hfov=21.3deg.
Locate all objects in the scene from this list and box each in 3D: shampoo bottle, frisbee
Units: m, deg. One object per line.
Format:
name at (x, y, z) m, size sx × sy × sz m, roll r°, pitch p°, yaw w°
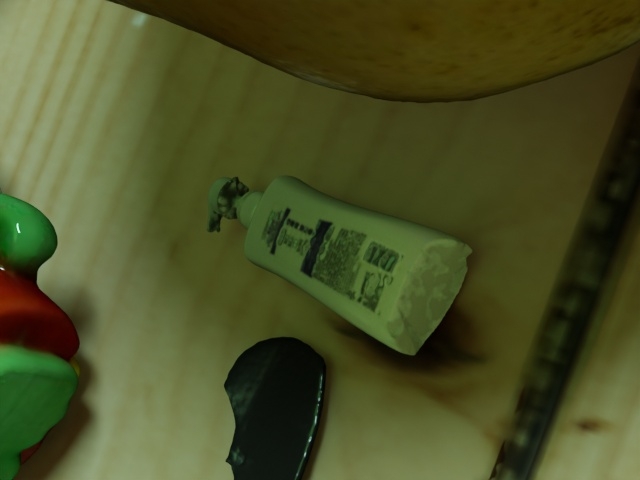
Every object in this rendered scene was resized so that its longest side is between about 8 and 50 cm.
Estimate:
shampoo bottle at (0.000, 0.000, 0.699) m, size 0.141 × 0.034 × 0.049 m, roll 27°, pitch 99°, yaw 45°
frisbee at (-0.037, 0.156, 0.685) m, size 0.187 × 0.012 × 0.211 m, roll -37°, pitch 52°, yaw 26°

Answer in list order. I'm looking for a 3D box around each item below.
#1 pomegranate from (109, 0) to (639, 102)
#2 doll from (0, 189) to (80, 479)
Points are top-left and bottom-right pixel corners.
pomegranate at (0.030, -0.246, 0.556) m, size 0.416 × 0.416 × 0.416 m, roll -17°, pitch 62°, yaw 36°
doll at (-0.247, -0.018, 0.838) m, size 0.182 × 0.160 × 0.363 m, roll -56°, pitch 46°, yaw 19°
